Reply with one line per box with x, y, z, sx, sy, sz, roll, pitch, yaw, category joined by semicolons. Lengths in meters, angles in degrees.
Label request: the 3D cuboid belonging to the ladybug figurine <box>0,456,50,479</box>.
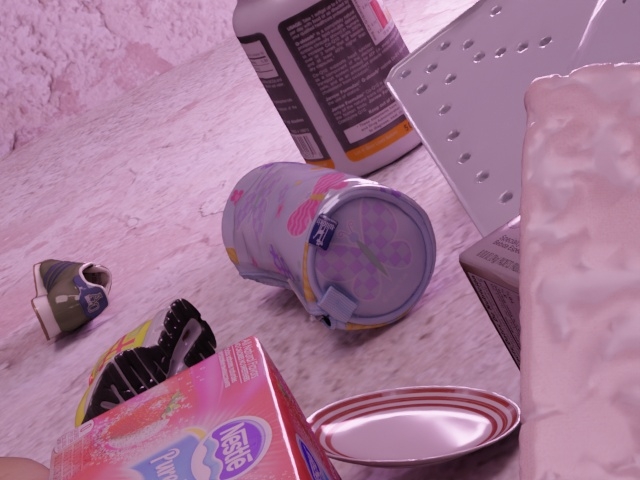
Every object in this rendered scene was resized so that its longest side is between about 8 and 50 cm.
-0.269;0.288;0.804;0.305;0.162;0.449;-17;21;39;ladybug figurine

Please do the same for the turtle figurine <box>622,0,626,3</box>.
0.292;-0.165;0.965;0.175;0.118;0.234;-9;-6;-12;turtle figurine

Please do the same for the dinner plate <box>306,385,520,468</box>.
0.057;0.120;0.955;0.141;0.017;0.141;-7;11;1;dinner plate

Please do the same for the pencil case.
0.000;0.000;1.301;0.124;0.113;0.273;-68;20;1;pencil case

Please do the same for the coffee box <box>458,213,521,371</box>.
0.219;0.036;0.809;0.168;0.119;0.297;-33;17;-9;coffee box

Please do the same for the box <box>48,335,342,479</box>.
-0.045;0.182;0.762;0.142;0.154;0.300;-29;15;0;box

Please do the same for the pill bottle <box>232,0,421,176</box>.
0.002;-0.215;1.637;0.162;0.278;0.162;-26;17;9;pill bottle

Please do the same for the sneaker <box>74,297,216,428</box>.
-0.160;0.128;1.269;0.094;0.081;0.208;-30;8;24;sneaker

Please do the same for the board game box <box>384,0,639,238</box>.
0.261;-0.154;1.163;0.390;0.050;0.390;-37;30;8;board game box

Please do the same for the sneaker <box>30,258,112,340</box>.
-0.272;0.055;1.691;0.086;0.064;0.192;-22;16;-3;sneaker

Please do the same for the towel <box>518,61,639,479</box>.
0.243;0.027;0.601;0.332;0.053;0.317;-8;46;15;towel
